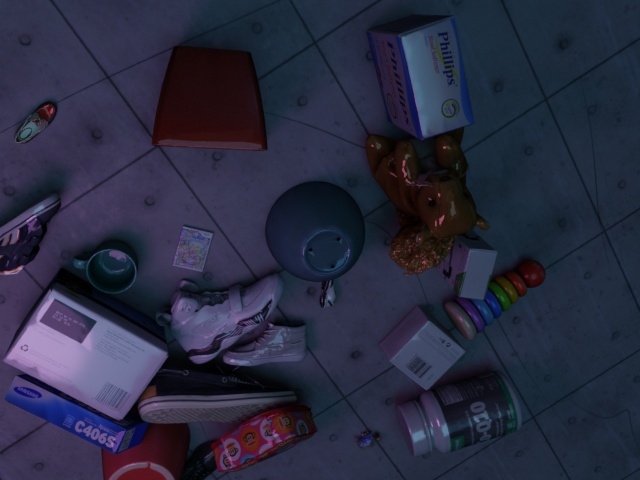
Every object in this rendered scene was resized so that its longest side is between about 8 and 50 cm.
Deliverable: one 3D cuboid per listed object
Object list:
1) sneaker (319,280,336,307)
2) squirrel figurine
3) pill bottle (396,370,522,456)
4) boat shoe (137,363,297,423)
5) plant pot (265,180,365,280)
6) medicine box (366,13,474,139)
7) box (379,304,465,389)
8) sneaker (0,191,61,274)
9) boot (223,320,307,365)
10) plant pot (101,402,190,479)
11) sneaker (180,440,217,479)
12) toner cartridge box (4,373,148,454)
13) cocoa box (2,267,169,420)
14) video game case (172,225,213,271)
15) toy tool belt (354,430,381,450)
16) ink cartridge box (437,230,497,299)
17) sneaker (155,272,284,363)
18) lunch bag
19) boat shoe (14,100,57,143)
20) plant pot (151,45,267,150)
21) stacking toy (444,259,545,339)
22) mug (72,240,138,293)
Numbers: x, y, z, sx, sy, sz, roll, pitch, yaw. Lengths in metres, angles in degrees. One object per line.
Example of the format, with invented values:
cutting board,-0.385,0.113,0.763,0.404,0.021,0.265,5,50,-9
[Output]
sneaker,0.027,0.152,1.961,0.044,0.040,0.109,-2,114,-28
squirrel figurine,0.305,-0.092,1.724,0.281,0.370,0.396,-10,125,-8
pill bottle,0.445,0.566,2.102,0.361,0.204,0.204,-16,112,-6
boat shoe,-0.293,0.449,1.923,0.500,0.155,0.187,9,140,-31
plant pot,0.000,0.000,1.811,0.290,0.195,0.290,-4,111,-10
medicine box,0.251,-0.425,1.657,0.149,0.289,0.263,-19,112,-4
box,0.319,0.337,2.038,0.181,0.119,0.182,40,97,-21
sneaker,-0.782,-0.002,1.692,0.321,0.126,0.127,-31,109,12
boot,-0.165,0.301,1.953,0.258,0.095,0.123,-2,103,-19
plant pot,-0.524,0.659,1.918,0.275,0.243,0.274,-4,110,-10
sneaker,-0.398,0.747,2.050,0.267,0.106,0.101,-41,111,3
toner cartridge box,-0.663,0.468,1.782,0.348,0.165,0.075,22,84,9
cocoa box,-0.622,0.274,1.755,0.347,0.228,0.231,35,91,-20
video game case,-0.364,0.024,1.845,0.087,0.011,0.122,14,106,-16
toy tool belt,0.159,0.662,2.161,0.083,0.052,0.051,-29,121,-1
ink cartridge box,0.427,0.062,1.915,0.087,0.208,0.153,6,107,-10
sneaker,-0.289,0.180,1.847,0.366,0.137,0.210,-39,115,8
lunch bag,-0.158,0.603,1.974,0.293,0.120,0.258,-31,158,17
boat shoe,-0.721,-0.297,1.639,0.137,0.043,0.049,-42,110,4
plant pot,-0.276,-0.346,1.611,0.268,0.267,0.235,1,97,-12
stacking toy,0.557,0.166,2.030,0.330,0.141,0.141,-34,113,-5
mug,-0.575,0.059,1.768,0.129,0.097,0.158,-42,111,6
